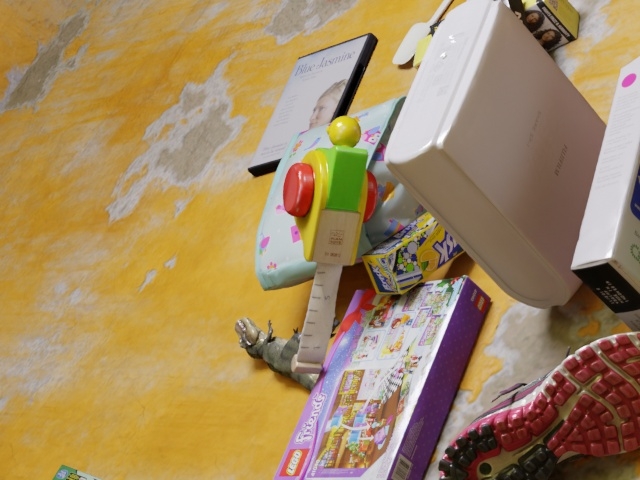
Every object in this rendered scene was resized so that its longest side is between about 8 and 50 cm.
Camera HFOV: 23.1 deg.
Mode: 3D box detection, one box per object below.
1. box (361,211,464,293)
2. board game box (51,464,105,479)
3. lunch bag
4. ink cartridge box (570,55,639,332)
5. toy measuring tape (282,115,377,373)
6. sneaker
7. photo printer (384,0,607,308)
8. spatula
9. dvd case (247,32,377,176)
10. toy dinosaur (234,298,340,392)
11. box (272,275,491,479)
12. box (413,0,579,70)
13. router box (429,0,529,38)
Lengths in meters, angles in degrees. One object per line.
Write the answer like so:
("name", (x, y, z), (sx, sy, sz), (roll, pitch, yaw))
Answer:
("box", (0.136, 0.005, 1.994), (0.169, 0.059, 0.054), (-32, 18, -31))
("board game box", (-0.333, 0.439, 2.178), (0.317, 0.046, 0.213), (4, 57, 54))
("lunch bag", (0.036, -0.046, 2.155), (0.223, 0.160, 0.262), (-18, 36, 40))
("ink cartridge box", (0.381, -0.070, 1.710), (0.069, 0.176, 0.370), (-15, 43, 45))
("toy measuring tape", (0.000, 0.000, 1.985), (0.121, 0.121, 0.330), (36, 118, 60))
("sneaker", (0.259, 0.176, 1.652), (0.299, 0.120, 0.112), (-28, 4, 18))
("photo printer", (0.226, -0.089, 1.802), (0.107, 0.307, 0.256), (-14, 41, 43))
("spatula", (0.221, -0.363, 2.423), (0.242, 0.019, 0.168), (-56, 30, -14))
("dvd case", (-0.013, -0.224, 2.561), (0.180, 0.022, 0.253), (-14, 44, 45))
("toy dinosaur", (-0.024, 0.144, 2.111), (0.118, 0.064, 0.268), (-56, 32, 0))
("box", (0.077, 0.185, 1.928), (0.201, 0.057, 0.293), (-9, 48, 47))
("box", (0.249, -0.287, 2.231), (0.232, 0.087, 0.058), (-22, 39, 36))
("router box", (0.231, -0.237, 2.148), (0.133, 0.046, 0.178), (-23, 71, 36))
